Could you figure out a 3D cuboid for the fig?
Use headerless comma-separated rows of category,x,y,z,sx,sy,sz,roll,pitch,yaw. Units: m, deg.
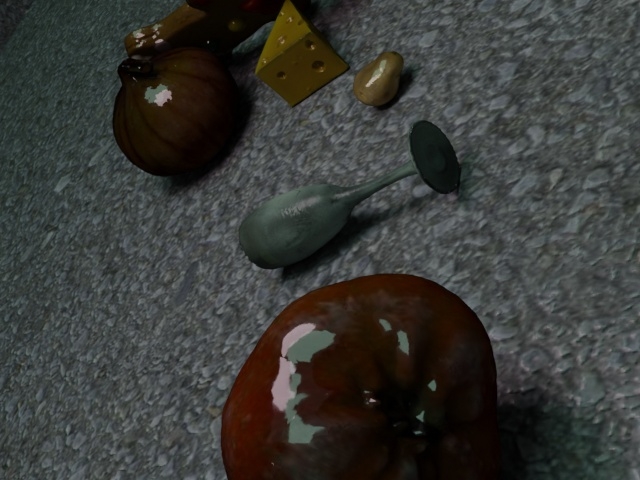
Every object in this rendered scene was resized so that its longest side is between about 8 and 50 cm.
fig,-0.250,-0.225,1.935,0.235,0.214,0.235,-61,7,13

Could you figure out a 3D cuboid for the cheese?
cheese,-0.028,-0.323,1.846,0.126,0.093,0.171,-32,33,29

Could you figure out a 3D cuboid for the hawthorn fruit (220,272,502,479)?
hawthorn fruit,0.034,0.171,1.055,0.284,0.284,0.284,-33,34,27

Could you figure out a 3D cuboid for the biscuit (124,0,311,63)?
biscuit,-0.135,-0.394,1.934,0.432,0.283,0.064,-26,77,37

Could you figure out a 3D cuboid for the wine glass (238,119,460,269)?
wine glass,0.000,0.000,1.404,0.309,0.096,0.264,-25,23,37

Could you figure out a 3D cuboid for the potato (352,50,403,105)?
potato,0.085,-0.232,1.626,0.068,0.062,0.083,42,117,32
